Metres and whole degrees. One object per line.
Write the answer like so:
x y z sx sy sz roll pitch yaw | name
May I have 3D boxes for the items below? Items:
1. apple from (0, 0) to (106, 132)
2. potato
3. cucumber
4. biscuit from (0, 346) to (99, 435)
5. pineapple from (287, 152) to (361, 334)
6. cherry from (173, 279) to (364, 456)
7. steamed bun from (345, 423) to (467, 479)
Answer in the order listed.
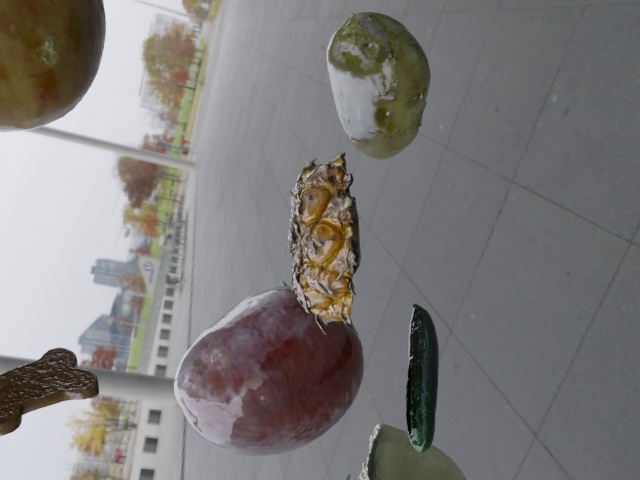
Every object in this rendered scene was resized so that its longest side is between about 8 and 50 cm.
-0.522 -0.341 0.865 0.334 0.400 0.400 99 171 -47 | apple
0.116 -0.285 1.106 0.173 0.210 0.307 -44 -29 -20 | potato
0.165 0.208 0.925 0.284 0.056 0.056 -78 11 -50 | cucumber
-0.387 0.192 0.696 0.138 0.205 0.031 23 117 40 | biscuit
0.000 0.000 0.670 0.225 0.076 0.225 179 90 -88 | pineapple
-0.096 0.238 1.038 0.291 0.335 0.326 56 153 9 | cherry
0.159 0.534 1.156 0.272 0.273 0.290 83 -163 -49 | steamed bun
